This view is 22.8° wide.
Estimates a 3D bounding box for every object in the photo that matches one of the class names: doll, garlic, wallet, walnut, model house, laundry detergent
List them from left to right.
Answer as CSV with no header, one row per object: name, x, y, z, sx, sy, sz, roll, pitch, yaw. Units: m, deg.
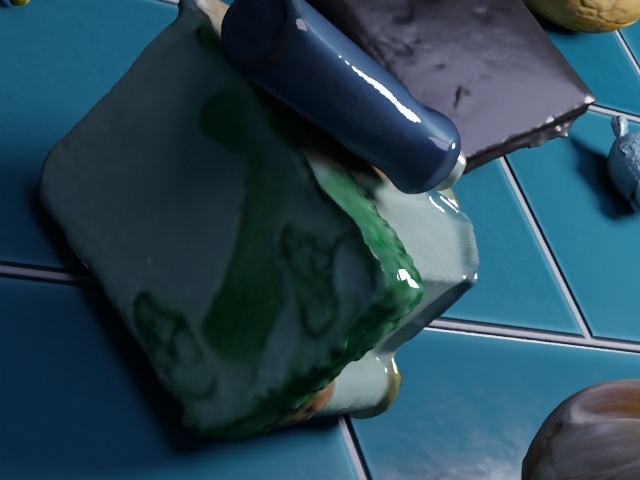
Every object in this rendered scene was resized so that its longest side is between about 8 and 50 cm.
model house,0.000,0.000,1.179,0.267,0.194,0.325,55,23,22
laundry detergent,0.027,-0.089,1.041,0.206,0.061,0.096,35,7,-36
wallet,0.090,-0.231,1.529,0.197,0.051,0.377,-26,70,-23
walnut,0.300,-0.317,1.787,0.197,0.165,0.165,19,41,-24
garlic,0.217,0.210,1.118,0.207,0.207,0.257,50,43,12
doll,0.374,-0.066,1.658,0.180,0.075,0.120,15,47,-33

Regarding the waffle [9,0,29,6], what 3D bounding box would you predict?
waffle,-0.310,-0.313,1.277,0.293,0.069,0.259,33,35,-10
